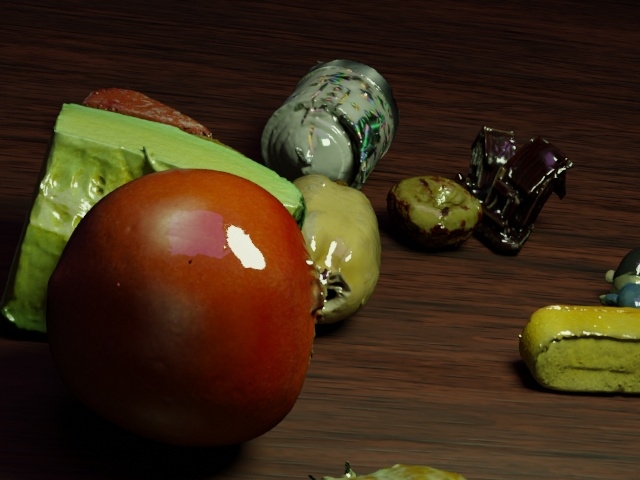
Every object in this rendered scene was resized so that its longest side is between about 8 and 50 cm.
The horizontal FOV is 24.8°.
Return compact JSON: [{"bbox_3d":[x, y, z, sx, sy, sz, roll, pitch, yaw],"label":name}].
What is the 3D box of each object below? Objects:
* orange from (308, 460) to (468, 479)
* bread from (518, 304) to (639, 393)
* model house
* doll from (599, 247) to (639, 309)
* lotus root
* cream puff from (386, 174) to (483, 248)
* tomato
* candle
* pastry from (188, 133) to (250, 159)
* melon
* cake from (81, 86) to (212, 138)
[{"bbox_3d":[0.079,0.347,1.236,0.329,0.249,0.329,8,44,-8],"label":"orange"},{"bbox_3d":[0.382,0.142,1.923,0.246,0.102,0.094,3,30,-12],"label":"bread"},{"bbox_3d":[0.288,-0.096,2.278,0.141,0.164,0.203,-6,29,-39],"label":"model house"},{"bbox_3d":[0.453,0.083,2.088,0.102,0.089,0.179,14,51,7],"label":"doll"},{"bbox_3d":[0.000,0.000,2.011,0.169,0.151,0.342,25,22,-8],"label":"lotus root"},{"bbox_3d":[0.171,-0.037,2.208,0.149,0.084,0.149,8,31,-5],"label":"cream puff"},{"bbox_3d":[-0.156,0.076,1.629,0.322,0.321,0.321,8,27,-4],"label":"tomato"},{"bbox_3d":[0.005,-0.156,2.263,0.187,0.187,0.330,16,29,11],"label":"candle"},{"bbox_3d":[-0.196,-0.051,2.064,0.236,0.120,0.257,8,38,5],"label":"pastry"},{"bbox_3d":[-0.203,-0.021,1.843,0.344,0.226,0.331,17,56,-7],"label":"melon"},{"bbox_3d":[-0.265,-0.181,2.324,0.220,0.086,0.116,13,30,8],"label":"cake"}]
